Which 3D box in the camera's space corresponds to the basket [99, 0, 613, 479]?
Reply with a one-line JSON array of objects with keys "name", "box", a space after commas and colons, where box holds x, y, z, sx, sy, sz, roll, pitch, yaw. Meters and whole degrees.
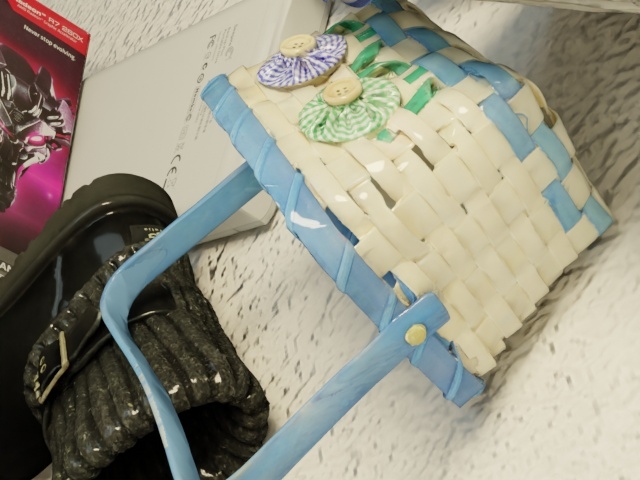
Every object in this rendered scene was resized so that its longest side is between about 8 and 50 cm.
[{"name": "basket", "box": [0.000, 0.000, 0.781, 0.289, 0.201, 0.255, -46, 35, 3]}]

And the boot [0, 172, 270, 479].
[{"name": "boot", "box": [-0.191, 0.143, 0.989, 0.348, 0.131, 0.260, -54, 41, 26]}]

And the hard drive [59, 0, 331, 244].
[{"name": "hard drive", "box": [-0.143, -0.090, 1.185, 0.353, 0.047, 0.233, -14, 53, 47]}]

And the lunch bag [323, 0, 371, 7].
[{"name": "lunch bag", "box": [0.028, -0.239, 1.062, 0.098, 0.065, 0.067, -53, 49, 7]}]

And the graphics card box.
[{"name": "graphics card box", "box": [-0.354, -0.106, 1.222, 0.094, 0.233, 0.371, -30, 42, 36]}]

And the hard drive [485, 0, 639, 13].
[{"name": "hard drive", "box": [0.148, -0.152, 0.682, 0.339, 0.237, 0.064, 24, 111, 56]}]
